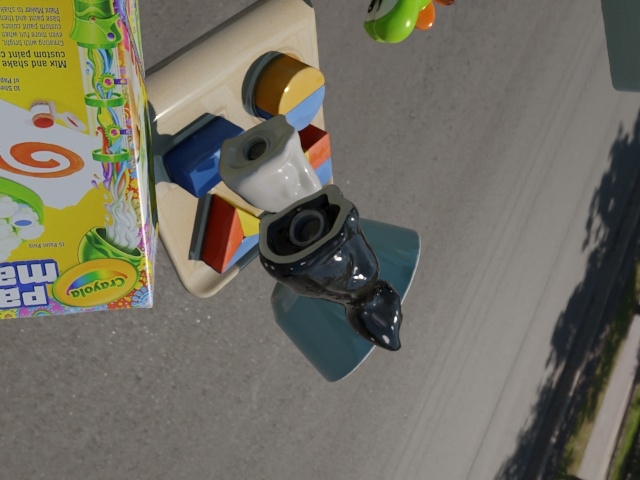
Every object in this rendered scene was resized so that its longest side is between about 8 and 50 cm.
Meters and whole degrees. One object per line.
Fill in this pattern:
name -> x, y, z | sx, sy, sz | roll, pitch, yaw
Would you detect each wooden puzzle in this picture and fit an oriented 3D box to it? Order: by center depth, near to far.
wooden puzzle -> -0.092, -0.112, 0.779 | 0.322, 0.080, 0.347 | -43, 145, -25

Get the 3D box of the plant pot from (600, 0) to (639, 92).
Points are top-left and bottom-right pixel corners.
plant pot -> 0.484, -0.302, 0.633 | 0.252, 0.247, 0.247 | -77, 150, -67

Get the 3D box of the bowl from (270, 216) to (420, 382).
bowl -> 0.023, 0.076, 1.014 | 0.311, 0.163, 0.311 | -57, -171, 15

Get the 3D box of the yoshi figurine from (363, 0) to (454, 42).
yoshi figurine -> 0.106, -0.439, 0.698 | 0.362, 0.203, 0.203 | -70, 166, 11

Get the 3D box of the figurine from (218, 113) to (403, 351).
figurine -> 0.000, 0.000, 0.590 | 0.092, 0.215, 0.209 | -35, 137, 3

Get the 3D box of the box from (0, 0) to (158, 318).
box -> -0.278, -0.097, 0.406 | 0.290, 0.177, 0.279 | -4, 113, -13
